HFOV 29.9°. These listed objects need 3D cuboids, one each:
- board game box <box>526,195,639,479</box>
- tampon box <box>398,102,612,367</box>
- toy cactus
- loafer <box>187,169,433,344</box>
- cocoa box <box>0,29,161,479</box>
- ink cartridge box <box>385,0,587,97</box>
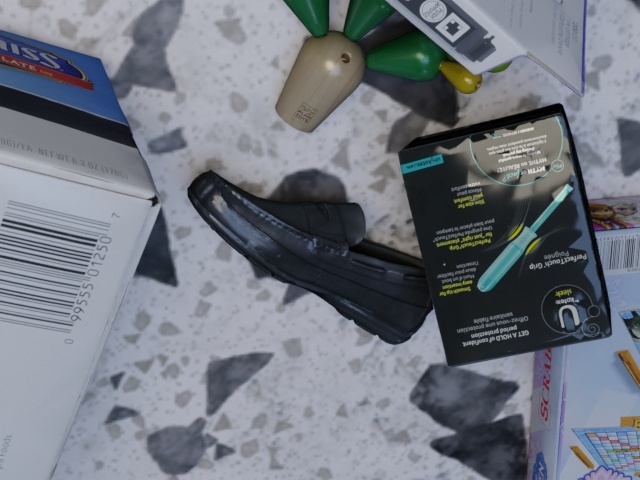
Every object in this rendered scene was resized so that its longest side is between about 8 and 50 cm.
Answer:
[{"bbox_3d":[0.341,0.111,1.029,0.318,0.066,0.318,-4,114,-10],"label":"board game box"},{"bbox_3d":[0.136,-0.006,0.872,0.120,0.101,0.161,-12,98,14],"label":"tampon box"},{"bbox_3d":[0.034,-0.149,0.838,0.219,0.112,0.180,22,117,-29],"label":"toy cactus"},{"bbox_3d":[0.000,0.000,0.906,0.223,0.076,0.078,31,99,-27],"label":"loafer"},{"bbox_3d":[-0.280,0.044,0.760,0.231,0.228,0.347,14,113,-25],"label":"cocoa box"},{"bbox_3d":[0.088,-0.205,0.765,0.208,0.206,0.045,35,134,-22],"label":"ink cartridge box"}]
